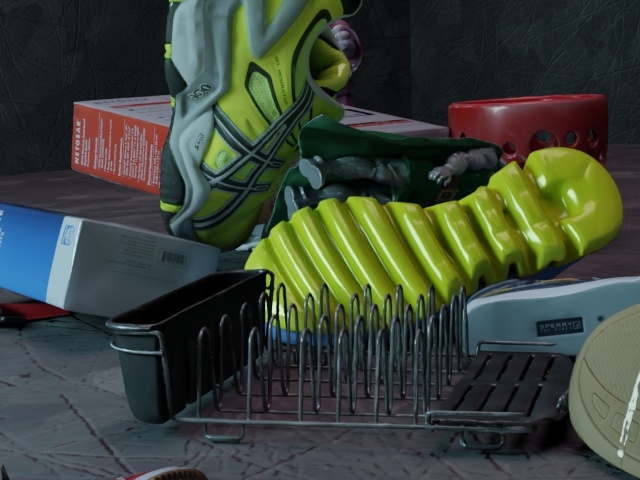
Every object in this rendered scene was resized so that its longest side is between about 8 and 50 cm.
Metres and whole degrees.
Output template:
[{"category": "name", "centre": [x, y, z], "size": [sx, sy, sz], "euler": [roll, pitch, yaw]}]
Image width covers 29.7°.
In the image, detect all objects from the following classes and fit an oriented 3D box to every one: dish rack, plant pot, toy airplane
[{"category": "dish rack", "centre": [0.027, 0.069, 0.764], "size": [0.271, 0.074, 0.208], "euler": [0, 9, 16]}, {"category": "plant pot", "centre": [0.251, -0.088, 1.466], "size": [0.191, 0.174, 0.191], "euler": [-1, 8, 0]}, {"category": "toy airplane", "centre": [-0.307, 0.058, 1.093], "size": [0.151, 0.028, 0.151], "euler": [0, 7, 0]}]

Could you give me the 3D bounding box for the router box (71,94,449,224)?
[{"category": "router box", "centre": [-0.066, -0.110, 1.422], "size": [0.301, 0.082, 0.335], "euler": [17, 19, 38]}]

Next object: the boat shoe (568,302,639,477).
[{"category": "boat shoe", "centre": [0.243, 0.081, 0.576], "size": [0.092, 0.103, 0.285], "euler": [21, -18, -31]}]

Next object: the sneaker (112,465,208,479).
[{"category": "sneaker", "centre": [-0.107, 0.122, 0.529], "size": [0.067, 0.042, 0.118], "euler": [8, 14, 36]}]

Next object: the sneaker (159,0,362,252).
[{"category": "sneaker", "centre": [-0.053, -0.104, 1.026], "size": [0.147, 0.145, 0.384], "euler": [8, -32, -1]}]

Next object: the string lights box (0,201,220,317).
[{"category": "string lights box", "centre": [-0.216, 0.017, 1.076], "size": [0.133, 0.076, 0.260], "euler": [13, -3, -36]}]

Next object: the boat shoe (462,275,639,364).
[{"category": "boat shoe", "centre": [0.190, 0.052, 0.871], "size": [0.183, 0.065, 0.083], "euler": [-2, 9, 9]}]

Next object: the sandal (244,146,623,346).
[{"category": "sandal", "centre": [0.089, 0.027, 0.994], "size": [0.317, 0.126, 0.138], "euler": [-11, -27, -11]}]

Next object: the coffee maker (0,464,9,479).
[{"category": "coffee maker", "centre": [-0.204, 0.122, 0.380], "size": [0.178, 0.120, 0.171], "euler": [0, -15, 4]}]

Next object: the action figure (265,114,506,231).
[{"category": "action figure", "centre": [0.081, -0.050, 1.041], "size": [0.232, 0.063, 0.137], "euler": [-4, -35, -30]}]

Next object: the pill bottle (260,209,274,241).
[{"category": "pill bottle", "centre": [0.000, 0.000, 1.157], "size": [0.103, 0.103, 0.184], "euler": [-1, 8, 8]}]

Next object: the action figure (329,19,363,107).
[{"category": "action figure", "centre": [0.007, -0.217, 1.741], "size": [0.248, 0.370, 0.276], "euler": [2, 10, 36]}]

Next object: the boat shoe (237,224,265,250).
[{"category": "boat shoe", "centre": [-0.104, -0.038, 1.477], "size": [0.096, 0.098, 0.277], "euler": [-7, 11, -38]}]
